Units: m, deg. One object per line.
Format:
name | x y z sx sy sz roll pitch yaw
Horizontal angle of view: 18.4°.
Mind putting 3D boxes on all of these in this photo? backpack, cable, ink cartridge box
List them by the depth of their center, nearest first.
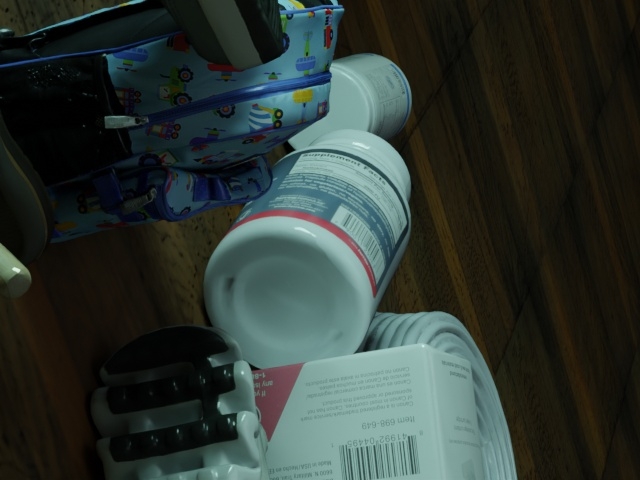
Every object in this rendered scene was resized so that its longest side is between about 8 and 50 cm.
backpack | -0.069 -0.072 1.037 0.158 0.173 0.116 -21 99 -70
ink cartridge box | 0.017 0.182 1.157 0.092 0.159 0.217 24 58 -66
cable | 0.071 0.173 1.397 0.257 0.089 0.257 -24 103 -68

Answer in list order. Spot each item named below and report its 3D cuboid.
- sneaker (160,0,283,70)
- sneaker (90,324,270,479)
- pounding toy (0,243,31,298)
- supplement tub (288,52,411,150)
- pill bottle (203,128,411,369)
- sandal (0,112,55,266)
sneaker | -0.147 -0.171 0.867 0.123 0.178 0.295 -94 158 -56
sneaker | -0.062 0.194 1.040 0.118 0.110 0.292 63 25 -57
pounding toy | -0.196 0.005 0.660 0.206 0.181 0.094 -80 151 -42
supplement tub | 0.019 -0.096 1.421 0.107 0.071 0.071 -27 105 -68
pill bottle | 0.000 0.000 1.274 0.180 0.108 0.108 -60 135 -60
sandal | -0.190 -0.056 0.878 0.060 0.090 0.219 -56 143 -32
